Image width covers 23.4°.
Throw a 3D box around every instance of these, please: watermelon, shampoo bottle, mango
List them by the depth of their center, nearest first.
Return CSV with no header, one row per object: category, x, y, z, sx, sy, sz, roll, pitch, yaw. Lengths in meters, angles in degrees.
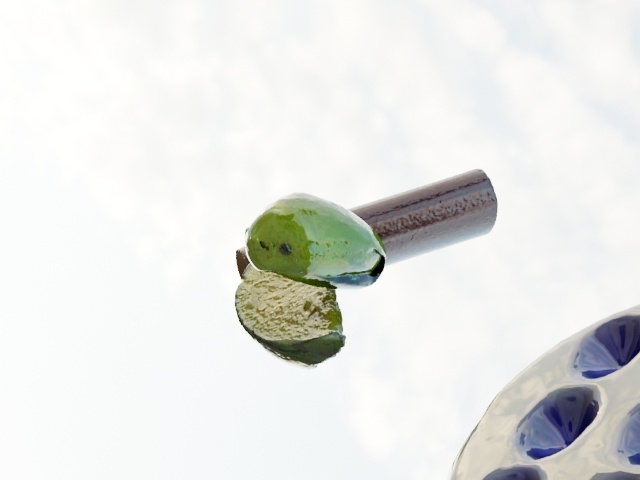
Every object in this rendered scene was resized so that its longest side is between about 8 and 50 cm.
mango,0.000,0.000,1.293,0.091,0.165,0.074,18,-84,30
watermelon,-0.035,0.055,1.380,0.181,0.075,0.092,-98,-150,-54
shampoo bottle,0.046,-0.001,1.553,0.102,0.260,0.064,112,-42,-68

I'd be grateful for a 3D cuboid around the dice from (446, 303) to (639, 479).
dice,0.233,0.200,0.936,0.243,0.259,0.251,-11,-61,51
